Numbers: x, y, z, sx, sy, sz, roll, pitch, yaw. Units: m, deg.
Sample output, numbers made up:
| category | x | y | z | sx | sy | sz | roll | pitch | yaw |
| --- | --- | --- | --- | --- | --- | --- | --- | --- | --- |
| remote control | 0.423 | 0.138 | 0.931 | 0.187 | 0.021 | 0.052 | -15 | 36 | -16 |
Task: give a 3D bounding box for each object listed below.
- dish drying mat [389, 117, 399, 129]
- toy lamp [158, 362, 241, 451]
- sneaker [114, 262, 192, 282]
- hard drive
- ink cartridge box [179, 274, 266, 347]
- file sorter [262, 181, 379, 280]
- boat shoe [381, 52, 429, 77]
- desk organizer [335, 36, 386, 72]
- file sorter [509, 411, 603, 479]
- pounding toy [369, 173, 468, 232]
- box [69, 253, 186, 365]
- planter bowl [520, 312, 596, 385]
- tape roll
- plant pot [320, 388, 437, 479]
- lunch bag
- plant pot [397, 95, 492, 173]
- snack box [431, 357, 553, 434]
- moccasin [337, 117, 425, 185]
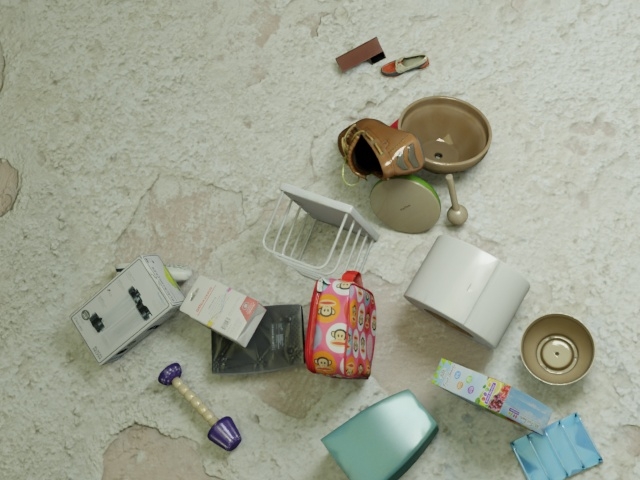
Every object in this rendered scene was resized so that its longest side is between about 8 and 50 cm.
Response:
| category | x | y | z | sx | sy | sz | roll | pitch | yaw |
| --- | --- | --- | --- | --- | --- | --- | --- | --- | --- |
| dish drying mat | 0.203 | -0.304 | 2.077 | 0.083 | 0.008 | 0.032 | -41 | 66 | 3 |
| toy lamp | -0.307 | 0.431 | 1.983 | 0.080 | 0.080 | 0.274 | -47 | 65 | 0 |
| sneaker | -0.460 | 0.109 | 2.128 | 0.235 | 0.090 | 0.095 | -1 | 86 | 21 |
| hard drive | -0.159 | 0.261 | 1.997 | 0.254 | 0.054 | 0.172 | -9 | 72 | 15 |
| ink cartridge box | -0.254 | 0.180 | 1.990 | 0.198 | 0.067 | 0.115 | 24 | 75 | 27 |
| file sorter | 0.000 | 0.000 | 1.906 | 0.192 | 0.277 | 0.173 | 20 | 83 | 21 |
| boat shoe | 0.229 | -0.481 | 2.102 | 0.137 | 0.043 | 0.049 | -8 | 74 | 16 |
| desk organizer | 0.113 | -0.509 | 2.144 | 0.130 | 0.047 | 0.050 | -26 | 71 | 8 |
| file sorter | 0.520 | 0.467 | 1.703 | 0.170 | 0.104 | 0.118 | -28 | 68 | 8 |
| pounding toy | 0.250 | -0.122 | 1.942 | 0.236 | 0.183 | 0.110 | -1 | 44 | 27 |
| box | -0.514 | 0.185 | 2.060 | 0.290 | 0.087 | 0.169 | -40 | 79 | 18 |
| planter bowl | 0.542 | 0.254 | 1.756 | 0.162 | 0.109 | 0.162 | -5 | 73 | 16 |
| tape roll | 0.338 | 0.120 | 1.785 | 0.246 | 0.246 | 0.169 | 29 | 85 | 22 |
| plant pot | 0.152 | 0.465 | 1.791 | 0.234 | 0.165 | 0.166 | -39 | 67 | -5 |
| lunch bag | 0.059 | 0.196 | 1.817 | 0.120 | 0.293 | 0.258 | 3 | 78 | 17 |
| plant pot | 0.307 | -0.247 | 1.953 | 0.237 | 0.110 | 0.237 | 2 | 55 | -3 |
| snack box | 0.378 | 0.345 | 1.702 | 0.207 | 0.174 | 0.070 | 17 | 78 | 54 |
| moccasin | 0.119 | -0.214 | 1.915 | 0.147 | 0.139 | 0.380 | -23 | 25 | -13 |
